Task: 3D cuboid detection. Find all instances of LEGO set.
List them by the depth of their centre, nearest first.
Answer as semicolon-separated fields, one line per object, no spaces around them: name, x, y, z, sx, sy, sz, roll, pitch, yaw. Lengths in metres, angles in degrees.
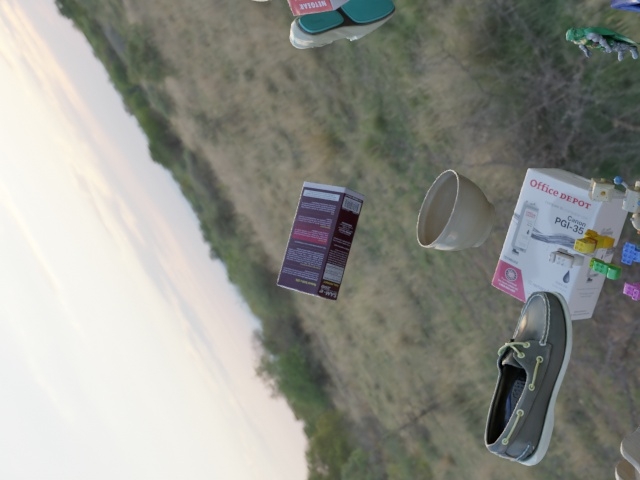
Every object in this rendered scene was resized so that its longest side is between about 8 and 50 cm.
LEGO set;0.516;0.034;1.518;0.227;0.093;0.087;25;115;45

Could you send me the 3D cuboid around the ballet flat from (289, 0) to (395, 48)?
ballet flat;0.043;-0.451;1.721;0.086;0.248;0.086;42;142;45

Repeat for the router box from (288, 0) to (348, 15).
router box;0.045;-0.488;1.002;0.082;0.335;0.301;11;134;50

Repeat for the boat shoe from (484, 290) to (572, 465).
boat shoe;0.353;0.225;1.413;0.091;0.305;0.109;19;166;-21

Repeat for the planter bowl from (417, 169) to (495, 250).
planter bowl;0.279;-0.048;1.643;0.109;0.162;0.162;19;-174;-15

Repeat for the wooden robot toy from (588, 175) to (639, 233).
wooden robot toy;0.465;-0.042;1.176;0.076;0.173;0.079;-115;30;-65

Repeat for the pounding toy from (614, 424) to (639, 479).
pounding toy;0.584;0.366;1.260;0.269;0.154;0.155;-123;22;-50

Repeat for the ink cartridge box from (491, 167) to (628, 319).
ink cartridge box;0.516;0.003;1.785;0.207;0.117;0.283;31;114;46

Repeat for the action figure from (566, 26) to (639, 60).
action figure;0.712;-0.505;2.102;0.137;0.232;0.064;7;91;60

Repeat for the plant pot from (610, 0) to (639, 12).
plant pot;0.789;-0.597;1.778;0.236;0.235;0.212;-72;-8;-76

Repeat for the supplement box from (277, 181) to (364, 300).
supplement box;0.000;0.000;1.798;0.130;0.240;0.073;13;176;43
